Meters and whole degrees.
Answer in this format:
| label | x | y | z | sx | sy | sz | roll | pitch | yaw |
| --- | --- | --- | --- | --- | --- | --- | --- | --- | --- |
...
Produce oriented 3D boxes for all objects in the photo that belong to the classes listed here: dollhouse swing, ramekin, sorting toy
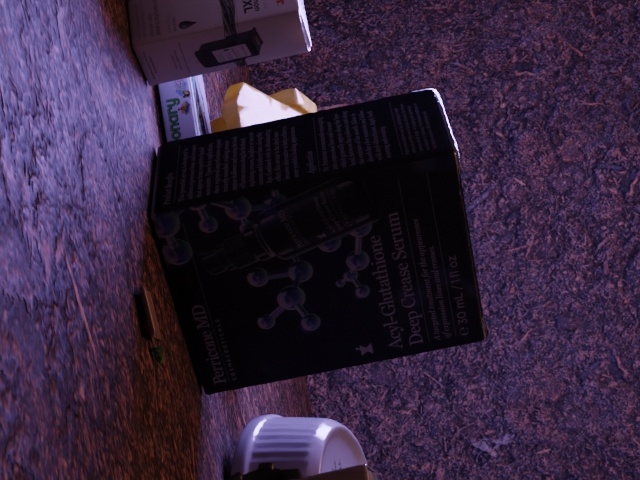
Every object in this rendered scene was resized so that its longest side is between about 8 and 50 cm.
| label | x | y | z | sx | sy | sz | roll | pitch | yaw |
| --- | --- | --- | --- | --- | --- | --- | --- | --- | --- |
| dollhouse swing | -0.136 | -0.056 | 2.039 | 0.305 | 0.315 | 0.346 | 5 | 72 | -51 |
| ramekin | -0.017 | 0.380 | 1.820 | 0.273 | 0.127 | 0.272 | -11 | 90 | -68 |
| sorting toy | -0.188 | 0.095 | 1.393 | 0.062 | 0.012 | 0.083 | 93 | -17 | -79 |

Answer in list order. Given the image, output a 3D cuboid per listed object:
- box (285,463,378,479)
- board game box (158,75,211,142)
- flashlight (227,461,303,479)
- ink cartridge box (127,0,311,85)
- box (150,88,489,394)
| label | x | y | z | sx | sy | sz | roll | pitch | yaw |
| --- | --- | --- | --- | --- | --- | --- | --- | --- | --- |
| box | -0.058 | 0.267 | 0.967 | 0.127 | 0.232 | 0.148 | 65 | 14 | -77 |
| board game box | -0.202 | -0.179 | 1.913 | 0.193 | 0.053 | 0.305 | 76 | 4 | -69 |
| flashlight | -0.059 | 0.392 | 1.447 | 0.103 | 0.103 | 0.304 | -55 | 145 | -44 |
| ink cartridge box | -0.145 | -0.333 | 1.766 | 0.100 | 0.237 | 0.171 | 75 | 4 | -60 |
| box | 0.000 | 0.000 | 1.696 | 0.212 | 0.396 | 0.293 | -96 | 173 | -60 |
